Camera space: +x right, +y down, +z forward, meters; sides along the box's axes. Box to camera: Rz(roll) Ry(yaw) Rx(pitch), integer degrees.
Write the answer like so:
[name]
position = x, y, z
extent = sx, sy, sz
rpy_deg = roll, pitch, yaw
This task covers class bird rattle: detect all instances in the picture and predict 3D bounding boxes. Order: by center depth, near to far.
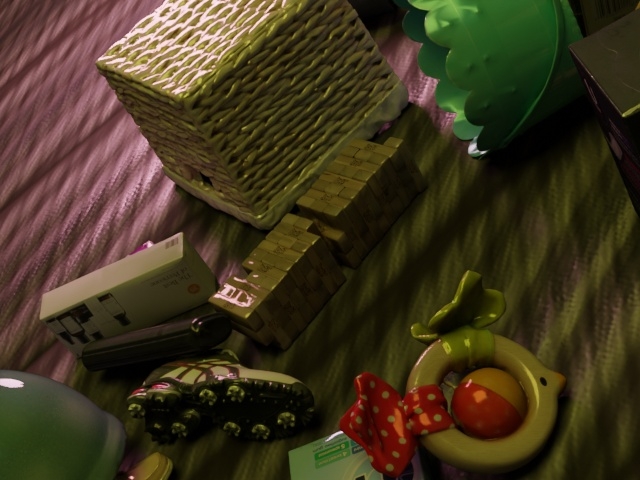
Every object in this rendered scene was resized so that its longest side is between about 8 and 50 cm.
[bird rattle]
position = 0.151, 0.164, 1.295
extent = 0.207, 0.143, 0.253
rpy_deg = 27, 49, 15

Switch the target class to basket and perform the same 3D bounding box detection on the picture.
[basket]
position = -0.108, -0.246, 1.859
extent = 0.331, 0.266, 0.328
rpy_deg = -43, 37, -15

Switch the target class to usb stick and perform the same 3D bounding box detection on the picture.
[usb stick]
position = -0.226, 0.138, 1.632
extent = 0.278, 0.045, 0.077
rpy_deg = -15, 8, 45

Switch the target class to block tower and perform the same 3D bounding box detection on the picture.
[block tower]
position = 0.000, 0.000, 1.643
extent = 0.335, 0.091, 0.097
rpy_deg = -47, 39, -19

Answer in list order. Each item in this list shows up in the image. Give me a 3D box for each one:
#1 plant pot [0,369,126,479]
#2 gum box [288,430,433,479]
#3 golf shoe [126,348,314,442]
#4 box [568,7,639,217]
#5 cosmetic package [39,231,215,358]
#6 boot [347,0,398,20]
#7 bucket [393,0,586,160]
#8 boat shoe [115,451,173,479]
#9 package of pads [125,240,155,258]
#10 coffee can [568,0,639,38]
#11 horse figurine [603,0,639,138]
[plant pot]
position = -0.414, 0.273, 1.492
extent = 0.293, 0.196, 0.293
rpy_deg = -34, 24, 17
[gum box]
position = 0.048, 0.285, 1.326
extent = 0.157, 0.041, 0.184
rpy_deg = -24, 37, 12
[golf shoe]
position = -0.120, 0.181, 1.522
extent = 0.273, 0.105, 0.120
rpy_deg = -5, 37, 32
[box]
position = 0.401, -0.110, 1.317
extent = 0.143, 0.270, 0.165
rpy_deg = -28, 37, 7
[cosmetic package]
position = -0.279, 0.083, 1.751
extent = 0.239, 0.099, 0.060
rpy_deg = -24, 40, 13
[boot]
position = 0.045, -0.455, 2.116
extent = 0.207, 0.094, 0.246
rpy_deg = -21, 45, 21
[bucket]
position = 0.233, -0.270, 1.636
extent = 0.183, 0.281, 0.281
rpy_deg = -27, 37, 2
[boat shoe]
position = -0.261, 0.318, 1.495
extent = 0.170, 0.059, 0.063
rpy_deg = -40, 23, -10
[package of pads]
position = -0.261, 0.038, 1.842
extent = 0.050, 0.032, 0.083
rpy_deg = -35, 36, -7
[coffee can]
position = 0.365, -0.440, 1.683
extent = 0.202, 0.275, 0.201
rpy_deg = -11, 51, 14
[horse figurine]
position = 0.433, -0.274, 1.546
extent = 0.066, 0.263, 0.174
rpy_deg = 33, 41, 12
